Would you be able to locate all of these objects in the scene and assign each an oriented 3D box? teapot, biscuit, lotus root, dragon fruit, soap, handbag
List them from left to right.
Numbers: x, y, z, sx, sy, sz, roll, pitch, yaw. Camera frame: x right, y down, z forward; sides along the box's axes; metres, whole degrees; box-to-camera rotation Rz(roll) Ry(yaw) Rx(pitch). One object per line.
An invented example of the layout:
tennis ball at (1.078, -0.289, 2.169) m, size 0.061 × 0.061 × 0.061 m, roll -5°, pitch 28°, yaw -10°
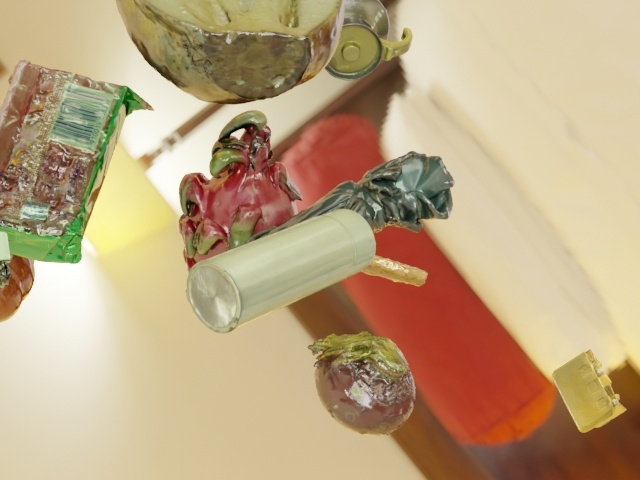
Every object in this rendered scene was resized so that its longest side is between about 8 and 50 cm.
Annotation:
soap at (-0.364, -0.110, 1.925) m, size 0.218 × 0.273 × 0.098 m, roll 13°, pitch 150°, yaw 1°
dragon fruit at (-0.120, -0.041, 2.042) m, size 0.218 × 0.198 × 0.273 m, roll -15°, pitch -84°, yaw -55°
lotus root at (-0.088, -0.251, 1.693) m, size 0.260 × 0.267 × 0.149 m, roll -120°, pitch 24°, yaw -46°
teapot at (0.058, -0.306, 2.132) m, size 0.119 × 0.166 × 0.130 m, roll -97°, pitch 17°, yaw -52°
biscuit at (0.065, 0.033, 2.203) m, size 0.144 × 0.033 × 0.224 m, roll 18°, pitch 179°, yaw -25°
handbag at (0.311, 0.176, 1.660) m, size 0.061 × 0.027 × 0.083 m, roll -41°, pitch 67°, yaw 43°

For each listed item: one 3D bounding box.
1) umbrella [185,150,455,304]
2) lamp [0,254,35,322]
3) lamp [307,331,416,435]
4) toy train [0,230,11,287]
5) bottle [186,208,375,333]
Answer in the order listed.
umbrella at (0.000, 0.002, 1.692) m, size 0.094 × 0.349 × 0.143 m, roll 62°, pitch 161°, yaw -9°
lamp at (-0.525, 0.039, 2.069) m, size 0.223 × 0.223 × 0.196 m, roll 46°, pitch 155°, yaw 37°
lamp at (0.071, 0.200, 2.041) m, size 0.157 × 0.135 × 0.156 m, roll 14°, pitch -138°, yaw -43°
toy train at (-0.333, 0.023, 1.428) m, size 0.083 × 0.033 × 0.053 m, roll 156°, pitch 108°, yaw -63°
bottle at (-0.035, 0.026, 1.386) m, size 0.072 × 0.201 × 0.072 m, roll 16°, pitch 116°, yaw 38°
